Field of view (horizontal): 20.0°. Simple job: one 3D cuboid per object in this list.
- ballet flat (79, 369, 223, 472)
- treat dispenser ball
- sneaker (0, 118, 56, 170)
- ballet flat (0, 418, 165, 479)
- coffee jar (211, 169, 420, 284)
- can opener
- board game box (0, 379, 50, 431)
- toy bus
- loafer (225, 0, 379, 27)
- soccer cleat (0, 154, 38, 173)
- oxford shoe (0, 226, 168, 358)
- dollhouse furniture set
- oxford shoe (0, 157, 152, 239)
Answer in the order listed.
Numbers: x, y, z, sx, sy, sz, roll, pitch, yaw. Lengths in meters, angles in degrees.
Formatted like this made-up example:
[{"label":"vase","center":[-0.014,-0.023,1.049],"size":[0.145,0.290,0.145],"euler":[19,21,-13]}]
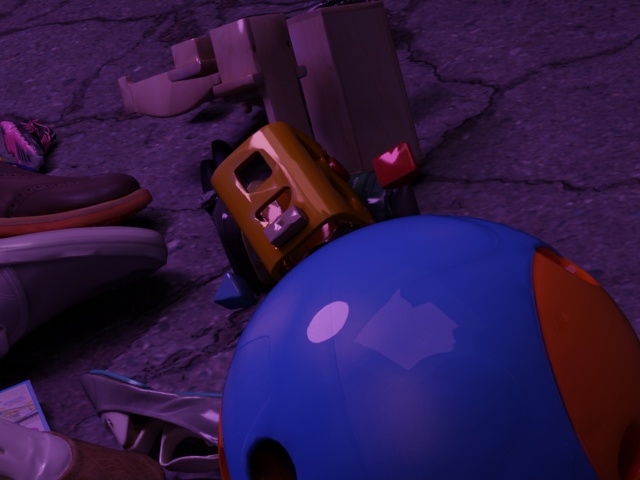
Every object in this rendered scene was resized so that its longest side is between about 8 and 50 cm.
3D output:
[{"label":"ballet flat","center":[-0.131,0.152,1.486],"size":[0.213,0.072,0.068],"euler":[6,66,40]},{"label":"treat dispenser ball","center":[0.077,0.126,1.180],"size":[0.288,0.288,0.288],"euler":[-13,28,7]},{"label":"sneaker","center":[-0.330,-0.115,2.094],"size":[0.057,0.047,0.119],"euler":[-14,27,-20]},{"label":"ballet flat","center":[-0.299,0.200,1.422],"size":[0.342,0.124,0.116],"euler":[-13,31,6]},{"label":"coffee jar","center":[-0.004,-0.012,1.673],"size":[0.184,0.096,0.079],"euler":[-4,39,20]},{"label":"can opener","center":[-0.098,-0.054,1.857],"size":[0.059,0.073,0.186],"euler":[-55,25,9]},{"label":"board game box","center":[-0.309,0.182,1.563],"size":[0.154,0.026,0.103],"euler":[-22,29,-10]},{"label":"toy bus","center":[-0.010,-0.005,1.553],"size":[0.202,0.104,0.191],"euler":[2,76,30]},{"label":"loafer","center":[-0.028,-0.230,2.118],"size":[0.220,0.080,0.078],"euler":[-14,-4,7]},{"label":"soccer cleat","center":[-0.370,-0.003,1.862],"size":[0.121,0.093,0.289],"euler":[3,34,9]},{"label":"oxford shoe","center":[-0.352,0.082,1.676],"size":[0.449,0.130,0.169],"euler":[-15,-11,-20]},{"label":"dollhouse furniture set","center":[-0.090,-0.112,1.862],"size":[0.355,0.173,0.303],"euler":[-14,1,40]},{"label":"oxford shoe","center":[-0.325,-0.048,1.769],"size":[0.364,0.132,0.130],"euler":[-9,-12,-42]}]
